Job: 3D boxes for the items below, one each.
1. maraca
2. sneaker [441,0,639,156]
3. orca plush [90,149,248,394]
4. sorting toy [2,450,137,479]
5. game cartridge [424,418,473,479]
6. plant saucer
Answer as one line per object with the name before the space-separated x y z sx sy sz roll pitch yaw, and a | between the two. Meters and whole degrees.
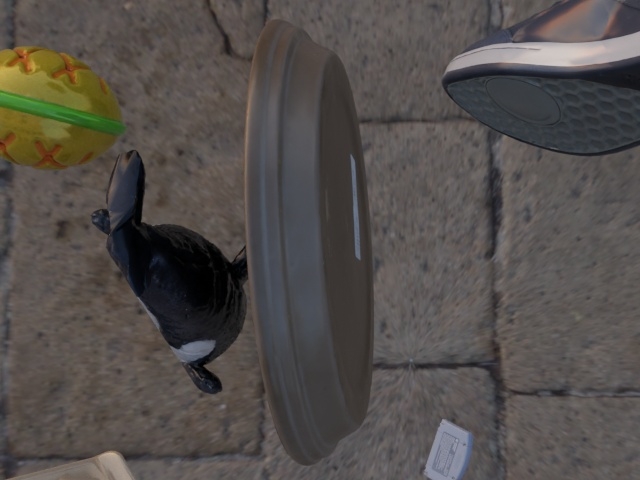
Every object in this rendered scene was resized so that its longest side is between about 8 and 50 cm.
maraca | -0.251 -0.114 1.043 0.186 0.127 0.099 14 89 -6
sneaker | 0.176 -0.134 0.673 0.086 0.226 0.163 38 66 -33
orca plush | -0.085 0.007 0.865 0.102 0.287 0.151 -33 65 -8
sorting toy | -0.239 0.297 1.170 0.193 0.208 0.038 51 134 30
game cartridge | 0.175 0.290 1.707 0.056 0.017 0.083 26 103 40
plant saucer | 0.000 0.000 0.792 0.041 0.278 0.278 -4 84 9
